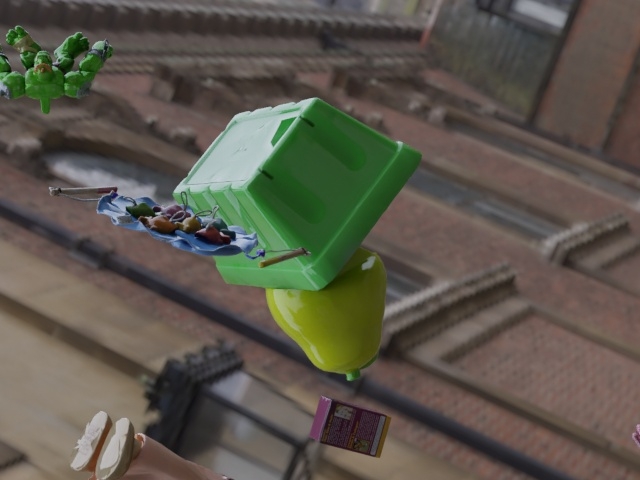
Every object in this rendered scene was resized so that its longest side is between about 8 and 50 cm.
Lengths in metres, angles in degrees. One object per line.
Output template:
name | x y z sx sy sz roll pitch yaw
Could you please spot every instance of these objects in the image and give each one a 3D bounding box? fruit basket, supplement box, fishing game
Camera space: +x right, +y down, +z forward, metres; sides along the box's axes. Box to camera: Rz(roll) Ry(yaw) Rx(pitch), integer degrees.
fruit basket | 0.000 0.000 2.069 0.283 0.392 0.392 -53 -22 -16
supplement box | 0.036 0.226 1.749 0.043 0.083 0.055 -172 100 -72
fishing game | -0.153 -0.026 1.566 0.189 0.264 0.041 -9 -64 -67

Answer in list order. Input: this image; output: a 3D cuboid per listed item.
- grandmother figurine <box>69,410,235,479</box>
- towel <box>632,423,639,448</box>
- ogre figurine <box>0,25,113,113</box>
grandmother figurine | -0.134 0.313 1.732 0.342 0.208 0.104 33 -98 -29
towel | 0.398 0.225 1.048 0.237 0.329 0.037 -25 -10 -22
ogre figurine | -0.425 -0.266 2.250 0.097 0.197 0.118 122 151 -42
